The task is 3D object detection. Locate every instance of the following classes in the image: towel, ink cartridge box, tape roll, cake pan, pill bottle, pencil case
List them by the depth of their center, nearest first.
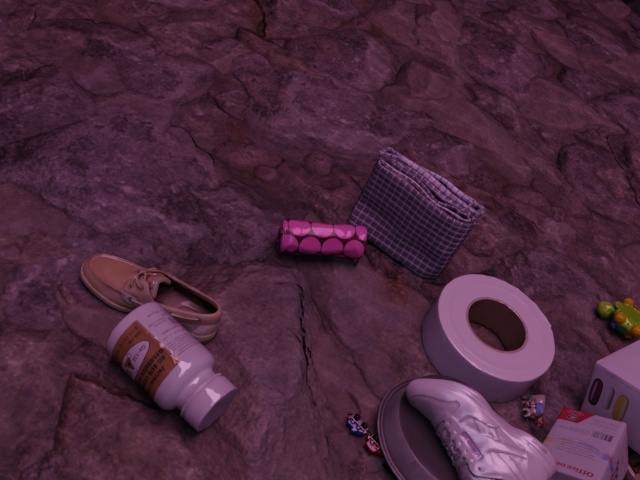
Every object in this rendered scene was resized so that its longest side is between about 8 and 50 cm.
[{"bbox_3d":[-0.267,0.231,1.247,0.229,0.131,0.131,40,47,15],"label":"pill bottle"},{"bbox_3d":[0.509,0.442,1.343,0.128,0.127,0.176,10,33,39],"label":"ink cartridge box"},{"bbox_3d":[0.253,0.386,1.350,0.293,0.054,0.293,16,43,-15],"label":"cake pan"},{"bbox_3d":[0.377,0.215,1.545,0.286,0.100,0.286,11,46,-12],"label":"tape roll"},{"bbox_3d":[0.000,0.000,1.596,0.209,0.098,0.095,7,92,-17],"label":"pencil case"},{"bbox_3d":[0.215,-0.061,1.637,0.283,0.235,0.121,35,52,11],"label":"towel"}]

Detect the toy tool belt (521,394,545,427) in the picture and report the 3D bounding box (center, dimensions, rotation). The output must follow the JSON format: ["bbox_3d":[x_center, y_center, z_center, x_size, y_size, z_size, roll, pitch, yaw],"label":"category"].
[{"bbox_3d":[0.456,0.367,1.481,0.051,0.052,0.083,1,37,22],"label":"toy tool belt"}]

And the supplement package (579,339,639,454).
[{"bbox_3d":[0.737,0.356,1.467,0.204,0.145,0.262,-14,32,-33],"label":"supplement package"}]

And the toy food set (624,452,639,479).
[{"bbox_3d":[0.789,0.516,1.443,0.306,0.092,0.220,-8,53,-28],"label":"toy food set"}]

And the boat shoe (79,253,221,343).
[{"bbox_3d":[-0.333,0.096,1.364,0.302,0.098,0.109,28,45,4],"label":"boat shoe"}]

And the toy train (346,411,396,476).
[{"bbox_3d":[0.104,0.395,1.323,0.036,0.027,0.158,-36,69,-27],"label":"toy train"}]

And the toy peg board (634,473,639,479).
[{"bbox_3d":[0.664,0.530,1.292,0.079,0.160,0.161,40,60,-46],"label":"toy peg board"}]

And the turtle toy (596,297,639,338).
[{"bbox_3d":[0.766,0.196,1.742,0.130,0.066,0.095,39,47,15],"label":"turtle toy"}]

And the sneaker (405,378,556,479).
[{"bbox_3d":[0.276,0.368,1.253,0.305,0.114,0.152,34,57,15],"label":"sneaker"}]
